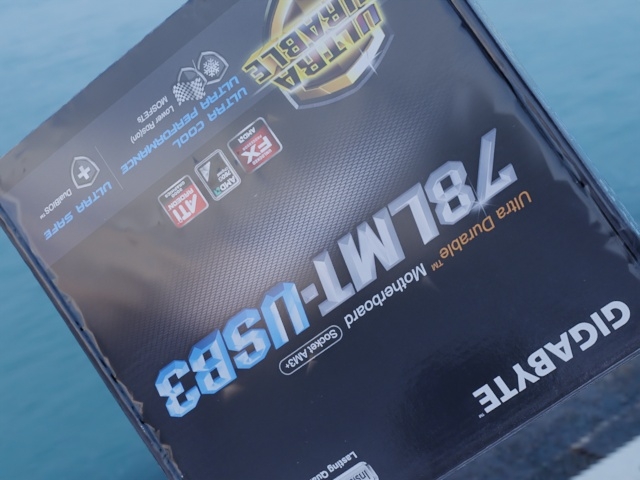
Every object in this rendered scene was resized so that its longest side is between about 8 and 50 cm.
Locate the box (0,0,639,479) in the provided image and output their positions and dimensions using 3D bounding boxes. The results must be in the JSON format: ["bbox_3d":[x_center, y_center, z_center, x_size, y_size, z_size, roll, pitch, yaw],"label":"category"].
[{"bbox_3d":[0.000,0.000,0.715,0.295,0.293,0.073,-35,-6,17],"label":"box"}]
